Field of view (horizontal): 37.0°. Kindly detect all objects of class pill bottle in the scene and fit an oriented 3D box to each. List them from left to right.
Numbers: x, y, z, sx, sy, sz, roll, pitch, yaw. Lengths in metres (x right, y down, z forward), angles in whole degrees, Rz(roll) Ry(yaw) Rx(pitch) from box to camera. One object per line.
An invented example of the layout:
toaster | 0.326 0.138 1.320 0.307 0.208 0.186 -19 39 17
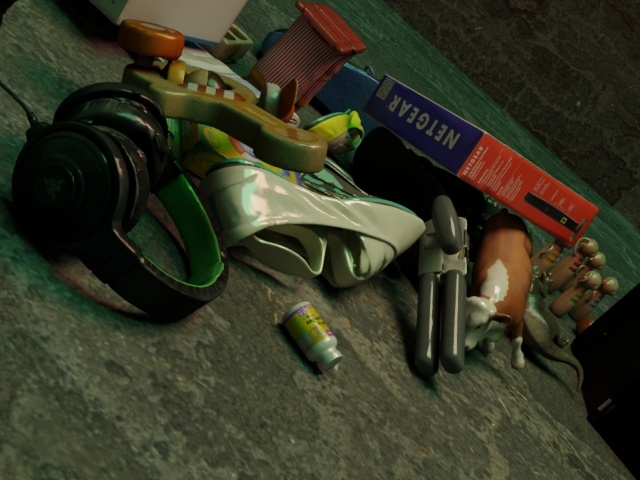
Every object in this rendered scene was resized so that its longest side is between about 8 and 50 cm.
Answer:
pill bottle | -0.009 0.118 1.171 0.083 0.043 0.043 52 24 20

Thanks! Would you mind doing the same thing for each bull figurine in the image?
bull figurine | 0.288 0.087 1.544 0.310 0.101 0.188 -65 150 -43

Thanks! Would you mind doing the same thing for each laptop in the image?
laptop | 0.684 0.231 1.706 0.408 0.382 0.236 53 24 21

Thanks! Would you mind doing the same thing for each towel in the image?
towel | -0.176 -0.267 1.511 0.285 0.034 0.209 40 18 23

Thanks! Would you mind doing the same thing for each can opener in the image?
can opener | 0.173 0.058 1.409 0.095 0.076 0.283 61 28 -44

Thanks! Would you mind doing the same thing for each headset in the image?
headset | -0.219 -0.099 1.010 0.394 0.185 0.243 49 19 -18

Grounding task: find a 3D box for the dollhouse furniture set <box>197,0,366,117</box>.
dollhouse furniture set | -0.126 -0.393 1.672 0.374 0.201 0.152 47 22 6

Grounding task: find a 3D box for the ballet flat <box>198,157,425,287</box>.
ballet flat | 0.000 0.000 1.321 0.400 0.139 0.139 15 35 -43

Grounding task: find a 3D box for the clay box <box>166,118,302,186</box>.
clay box | -0.125 -0.118 1.379 0.222 0.053 0.127 32 24 -29

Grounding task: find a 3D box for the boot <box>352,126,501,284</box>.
boot | 0.230 -0.033 1.742 0.284 0.138 0.377 25 23 -38

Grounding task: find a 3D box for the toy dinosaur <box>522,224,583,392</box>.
toy dinosaur | 0.382 0.134 1.749 0.160 0.121 0.314 7 68 -59

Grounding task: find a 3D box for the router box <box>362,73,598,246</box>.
router box | 0.270 -0.141 1.658 0.301 0.082 0.335 27 11 -34

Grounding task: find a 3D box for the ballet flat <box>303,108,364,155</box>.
ballet flat | 0.036 -0.199 1.783 0.077 0.077 0.231 61 20 -2

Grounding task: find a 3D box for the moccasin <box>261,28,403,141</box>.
moccasin | 0.041 -0.323 1.924 0.342 0.138 0.117 40 18 -13

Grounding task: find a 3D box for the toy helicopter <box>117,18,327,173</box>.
toy helicopter | -0.101 -0.154 1.183 0.235 0.140 0.355 2 22 -40

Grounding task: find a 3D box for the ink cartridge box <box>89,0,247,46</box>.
ink cartridge box | -0.324 -0.499 1.512 0.395 0.166 0.285 43 20 17

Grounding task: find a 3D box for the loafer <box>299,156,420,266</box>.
loafer | 0.060 -0.031 1.523 0.267 0.096 0.084 35 43 -5

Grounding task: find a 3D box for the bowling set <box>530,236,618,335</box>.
bowling set | 0.575 0.101 2.055 0.287 0.154 0.200 10 40 -54
